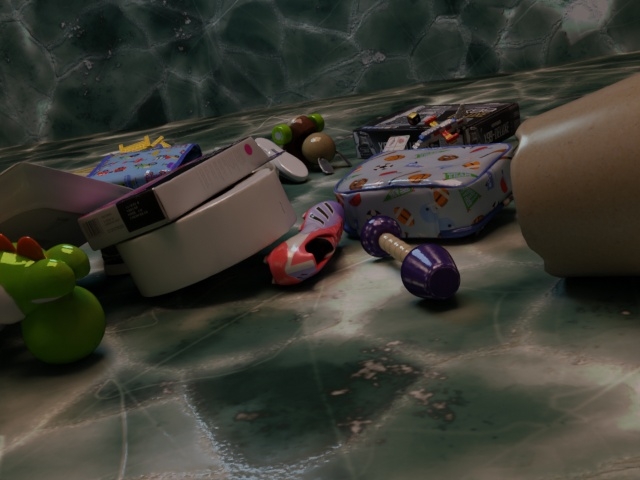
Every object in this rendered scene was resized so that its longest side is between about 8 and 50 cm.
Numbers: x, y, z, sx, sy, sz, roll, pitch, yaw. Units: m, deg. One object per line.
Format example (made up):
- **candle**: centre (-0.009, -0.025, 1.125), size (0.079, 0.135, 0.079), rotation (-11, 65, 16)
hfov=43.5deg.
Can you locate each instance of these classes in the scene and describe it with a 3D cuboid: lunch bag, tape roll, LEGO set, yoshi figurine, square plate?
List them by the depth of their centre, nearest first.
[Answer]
- **yoshi figurine**: centre (-0.441, 0.116, 1.118), size (0.362, 0.203, 0.203), rotation (-16, -30, 32)
- **square plate**: centre (-0.504, 0.002, 1.302), size (0.344, 0.049, 0.347), rotation (-31, -11, 12)
- **tape roll**: centre (-0.187, -0.016, 1.321), size (0.286, 0.100, 0.286), rotation (-24, 10, 5)
- **lunch bag**: centre (0.195, -0.093, 1.418), size (0.304, 0.114, 0.243), rotation (3, 26, 37)
- **LEGO set**: centre (0.197, -0.201, 1.651), size (0.183, 0.060, 0.244), rotation (-2, 41, 31)
- **lunch bag**: centre (-0.400, -0.153, 1.840), size (0.221, 0.138, 0.293), rotation (-8, 32, 6)
- **LEGO set**: centre (-0.498, -0.235, 2.424), size (0.287, 0.107, 0.132), rotation (-2, 52, 11)

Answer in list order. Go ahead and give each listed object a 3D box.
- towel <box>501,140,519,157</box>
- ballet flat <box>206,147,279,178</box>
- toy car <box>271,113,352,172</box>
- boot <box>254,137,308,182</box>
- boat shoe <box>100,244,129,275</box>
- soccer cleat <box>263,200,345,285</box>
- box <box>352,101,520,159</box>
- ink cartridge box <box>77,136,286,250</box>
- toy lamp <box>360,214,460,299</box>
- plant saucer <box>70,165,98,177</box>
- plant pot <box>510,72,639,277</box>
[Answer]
- **towel**: centre (0.260, -0.138, 1.704), size (0.272, 0.040, 0.370), rotation (-2, 20, 28)
- **ballet flat**: centre (-0.169, -0.155, 1.883), size (0.139, 0.139, 0.400), rotation (-15, 16, -18)
- **toy car**: centre (-0.014, -0.224, 2.060), size (0.188, 0.148, 0.155), rotation (35, 40, 28)
- **boot**: centre (-0.106, -0.177, 2.008), size (0.069, 0.086, 0.190), rotation (-14, 43, -40)
- **boat shoe**: centre (-0.389, -0.021, 1.579), size (0.117, 0.096, 0.324), rotation (-12, 17, -9)
- **soccer cleat**: centre (0.000, 0.000, 1.302), size (0.095, 0.083, 0.248), rotation (-10, 18, 31)
- **box**: centre (0.270, -0.254, 1.858), size (0.308, 0.076, 0.242), rotation (6, 25, 42)
- **ink cartridge box**: centre (-0.220, -0.095, 1.354), size (0.176, 0.069, 0.371), rotation (-18, 11, 33)
- **toy lamp**: centre (0.130, 0.025, 1.165), size (0.080, 0.080, 0.274), rotation (-12, 15, -9)
- **plant saucer**: centre (-0.492, -0.163, 2.109), size (0.333, 0.080, 0.333), rotation (3, 16, 38)
- **plant pot**: centre (0.420, -0.081, 1.001), size (0.306, 0.333, 0.334), rotation (-12, 12, 35)
